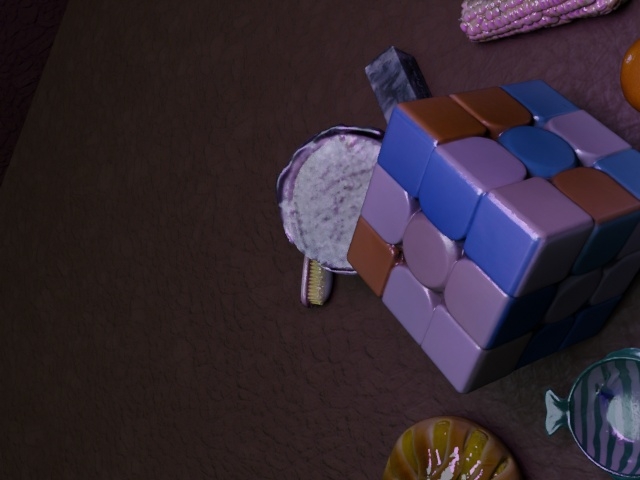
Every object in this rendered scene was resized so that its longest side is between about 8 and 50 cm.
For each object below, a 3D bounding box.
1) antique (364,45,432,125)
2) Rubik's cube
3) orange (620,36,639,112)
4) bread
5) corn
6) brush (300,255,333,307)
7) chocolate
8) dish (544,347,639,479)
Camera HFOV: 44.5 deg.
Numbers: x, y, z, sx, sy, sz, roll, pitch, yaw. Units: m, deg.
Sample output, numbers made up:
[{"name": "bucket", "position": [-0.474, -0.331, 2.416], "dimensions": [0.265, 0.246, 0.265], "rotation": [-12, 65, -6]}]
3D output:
[{"name": "antique", "position": [0.172, -0.320, 1.667], "dimensions": [0.086, 0.088, 0.183], "rotation": [-34, 64, 31]}, {"name": "Rubik's cube", "position": [0.299, -0.020, 1.284], "dimensions": [0.344, 0.347, 0.347], "rotation": [50, 143, 35]}, {"name": "orange", "position": [0.578, -0.277, 1.293], "dimensions": [0.156, 0.124, 0.156], "rotation": [15, 110, 50]}, {"name": "bread", "position": [0.239, 0.496, 1.459], "dimensions": [0.333, 0.160, 0.333], "rotation": [-5, 82, 38]}, {"name": "corn", "position": [0.412, -0.456, 1.467], "dimensions": [0.335, 0.127, 0.126], "rotation": [-4, 82, 44]}, {"name": "brush", "position": [0.002, 0.000, 1.798], "dimensions": [0.067, 0.072, 0.312], "rotation": [1, 81, 18]}, {"name": "chocolate", "position": [0.080, -0.091, 1.635], "dimensions": [0.303, 0.213, 0.303], "rotation": [2, 98, 16]}, {"name": "dish", "position": [0.506, 0.292, 1.308], "dimensions": [0.246, 0.078, 0.224], "rotation": [-5, 81, 39]}]
